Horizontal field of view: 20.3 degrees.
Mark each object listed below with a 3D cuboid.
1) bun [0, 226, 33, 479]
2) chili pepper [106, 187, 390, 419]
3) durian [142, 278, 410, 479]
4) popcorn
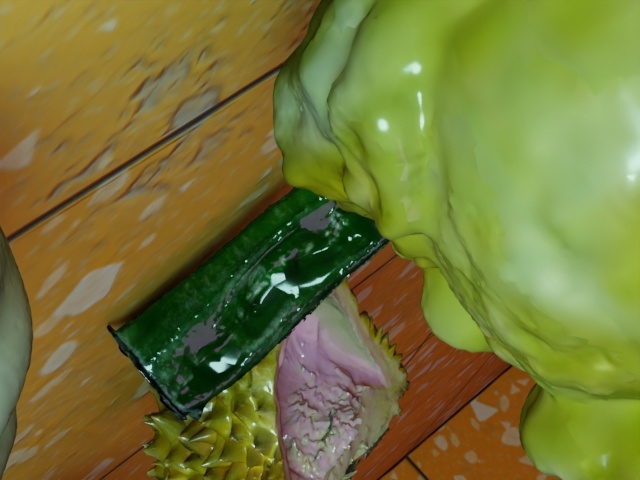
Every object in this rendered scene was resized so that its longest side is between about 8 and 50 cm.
[{"bbox_3d":[-0.143,0.053,0.463,0.173,0.120,0.173,-43,169,-11],"label":"bun"},{"bbox_3d":[0.000,0.000,0.894,0.227,0.059,0.088,-39,169,-4],"label":"chili pepper"},{"bbox_3d":[-0.025,0.094,1.023,0.182,0.132,0.165,-50,-175,-27],"label":"durian"},{"bbox_3d":[0.158,-0.066,0.620,0.312,0.312,0.312,-41,169,-10],"label":"popcorn"}]
